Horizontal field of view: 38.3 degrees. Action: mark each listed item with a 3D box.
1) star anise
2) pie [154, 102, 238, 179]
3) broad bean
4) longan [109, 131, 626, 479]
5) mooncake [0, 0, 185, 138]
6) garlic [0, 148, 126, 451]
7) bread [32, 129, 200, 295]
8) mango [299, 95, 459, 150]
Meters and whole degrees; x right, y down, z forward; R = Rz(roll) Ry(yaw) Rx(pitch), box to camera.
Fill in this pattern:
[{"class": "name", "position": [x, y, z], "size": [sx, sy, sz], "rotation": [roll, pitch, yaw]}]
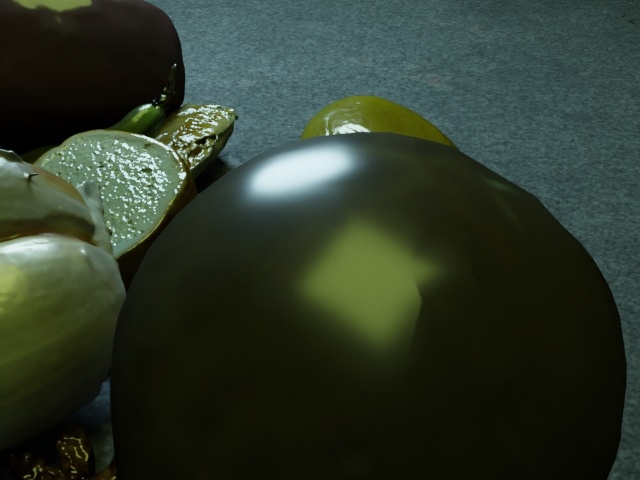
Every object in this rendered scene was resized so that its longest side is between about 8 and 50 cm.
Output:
[{"class": "star anise", "position": [-0.200, 0.208, 0.735], "size": [0.168, 0.057, 0.168], "rotation": [5, 23, -2]}, {"class": "pie", "position": [-0.212, -0.098, 1.226], "size": [0.129, 0.068, 0.282], "rotation": [9, 36, 24]}, {"class": "broad bean", "position": [-0.311, -0.113, 1.194], "size": [0.325, 0.067, 0.075], "rotation": [-26, 71, -2]}, {"class": "longan", "position": [0.019, 0.097, 0.664], "size": [0.404, 0.336, 0.404], "rotation": [-32, 28, 20]}, {"class": "mooncake", "position": [-0.373, -0.233, 1.304], "size": [0.326, 0.174, 0.334], "rotation": [-4, -5, -44]}, {"class": "garlic", "position": [-0.334, 0.052, 0.839], "size": [0.313, 0.286, 0.249], "rotation": [-15, -4, -15]}, {"class": "bread", "position": [-0.251, -0.032, 1.067], "size": [0.236, 0.070, 0.236], "rotation": [-6, 48, 7]}, {"class": "mango", "position": [0.094, -0.071, 1.129], "size": [0.195, 0.142, 0.331], "rotation": [-16, 42, -27]}]
